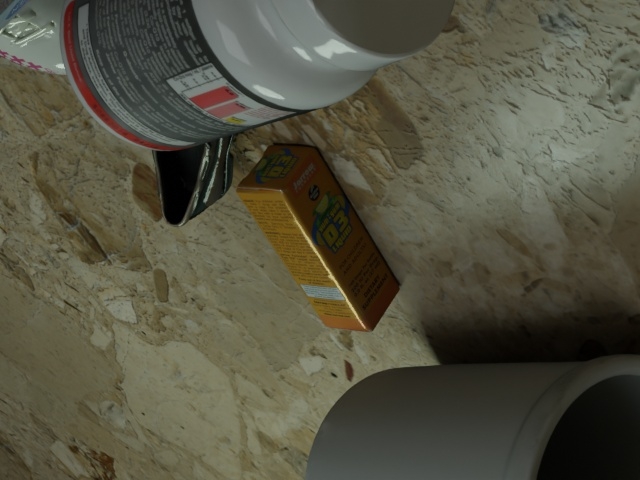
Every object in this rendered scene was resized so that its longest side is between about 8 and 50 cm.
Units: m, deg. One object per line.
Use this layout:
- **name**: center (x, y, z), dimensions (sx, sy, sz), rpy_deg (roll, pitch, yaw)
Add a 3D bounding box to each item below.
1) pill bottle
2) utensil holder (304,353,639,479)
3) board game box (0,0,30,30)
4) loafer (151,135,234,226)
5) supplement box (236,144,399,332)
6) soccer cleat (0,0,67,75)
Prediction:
- **pill bottle**: center (-0.063, -0.206, 1.263), dimensions (0.210, 0.210, 0.363), rpy_deg (49, 149, -22)
- **utensil holder**: center (0.213, 0.292, 1.592), dimensions (0.327, 0.328, 0.385), rpy_deg (49, 151, -22)
- **board game box**: center (-0.432, -0.315, 1.390), dimensions (0.318, 0.319, 0.066), rpy_deg (38, 151, -6)
- **loafer**: center (-0.146, -0.113, 1.557), dimensions (0.096, 0.084, 0.268), rpy_deg (24, 148, 18)
- **supplement box**: center (0.000, 0.000, 1.636), dimensions (0.080, 0.078, 0.233), rpy_deg (4, 138, 44)
- **soccer cleat**: center (-0.372, -0.262, 1.517), dimensions (0.331, 0.116, 0.143), rpy_deg (29, -162, -15)
